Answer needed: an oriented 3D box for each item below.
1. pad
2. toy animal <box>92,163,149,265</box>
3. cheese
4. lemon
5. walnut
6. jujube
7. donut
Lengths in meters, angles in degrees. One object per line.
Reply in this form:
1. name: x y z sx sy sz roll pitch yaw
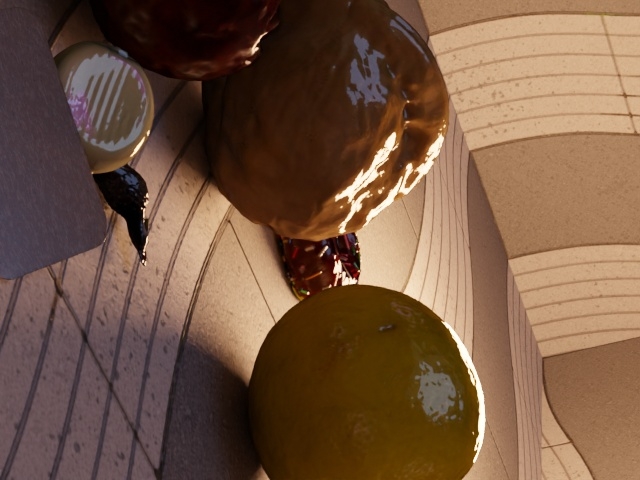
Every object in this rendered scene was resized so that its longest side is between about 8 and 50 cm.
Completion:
1. pad: -0.311 -0.102 1.253 0.176 0.002 0.266 -26 101 -53
2. toy animal: -0.239 -0.066 1.465 0.105 0.070 0.202 -35 112 -58
3. cheese: -0.262 -0.112 1.362 0.137 0.064 0.227 26 61 -25
4. lemon: 0.060 0.222 1.693 0.348 0.348 0.347 -15 90 -72
5. walnut: -0.003 -0.183 1.771 0.383 0.384 0.383 -15 90 -72
6. jujube: -0.163 -0.364 1.558 0.376 0.277 0.276 -82 151 -49
7. donut: 0.000 0.000 2.070 0.235 0.089 0.235 -13 90 -71
